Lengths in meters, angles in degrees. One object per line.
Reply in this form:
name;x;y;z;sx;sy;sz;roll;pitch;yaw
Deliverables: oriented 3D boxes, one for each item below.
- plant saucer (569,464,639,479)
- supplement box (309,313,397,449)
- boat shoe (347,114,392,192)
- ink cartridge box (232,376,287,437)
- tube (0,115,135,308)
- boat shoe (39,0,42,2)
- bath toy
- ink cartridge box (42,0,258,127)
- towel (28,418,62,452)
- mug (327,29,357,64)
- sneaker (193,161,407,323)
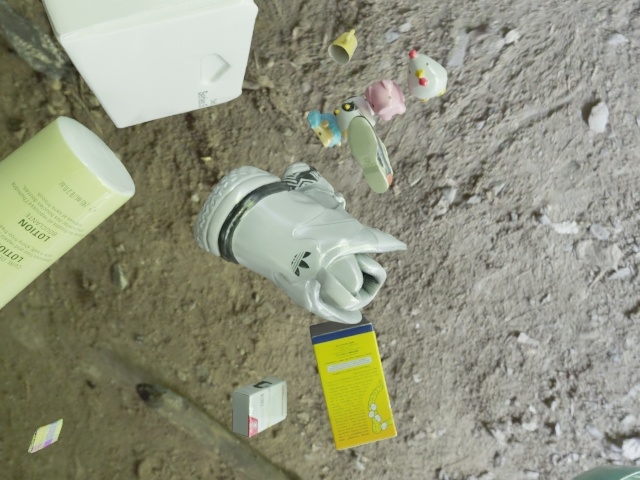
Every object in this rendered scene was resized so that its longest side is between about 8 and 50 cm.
plant saucer;0.157;0.179;0.325;0.021;0.119;0.119;43;134;51
supplement box;0.097;0.436;1.675;0.195;0.194;0.356;-12;92;-3
boat shoe;0.081;-0.140;0.834;0.049;0.043;0.137;-2;130;34
ink cartridge box;-0.185;0.504;1.616;0.072;0.175;0.127;3;94;34
tube;-0.224;0.023;0.324;0.240;0.062;0.070;-37;89;4
boat shoe;-0.424;-0.522;1.090;0.122;0.324;0.120;34;122;19
bath toy;0.143;-0.355;1.327;0.348;0.151;0.129;-24;131;23
ink cartridge box;-0.147;-0.240;0.365;0.115;0.198;0.273;-20;92;-12
towel;-0.633;0.449;1.220;0.009;0.083;0.060;19;94;14
mug;0.066;-0.488;1.324;0.078;0.064;0.062;4;144;48
sneaker;0.000;0.000;0.713;0.210;0.366;0.137;33;104;10
